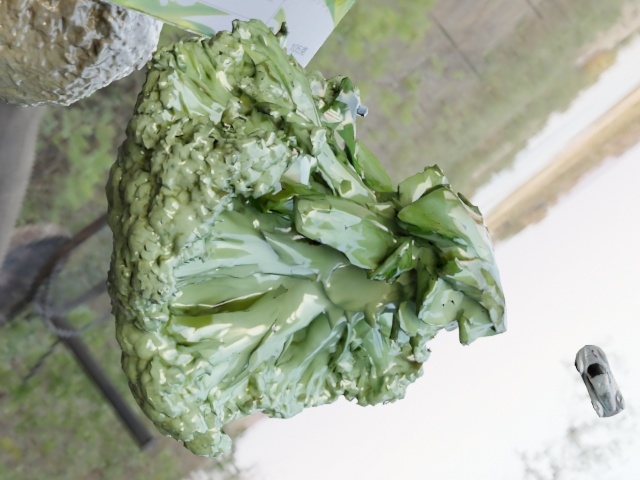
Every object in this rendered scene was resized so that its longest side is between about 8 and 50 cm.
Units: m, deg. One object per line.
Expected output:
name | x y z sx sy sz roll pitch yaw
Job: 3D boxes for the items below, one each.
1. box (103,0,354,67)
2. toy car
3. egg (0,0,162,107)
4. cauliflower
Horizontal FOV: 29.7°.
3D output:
box | -0.077 -0.297 1.171 0.260 0.111 0.194 14 126 -40
toy car | 0.344 0.173 1.493 0.041 0.093 0.025 -23 173 7
egg | -0.346 -0.298 1.498 0.310 0.279 0.279 -3 -168 26
cauliflower | 0.000 0.000 0.739 0.250 0.272 0.275 4 -164 28
